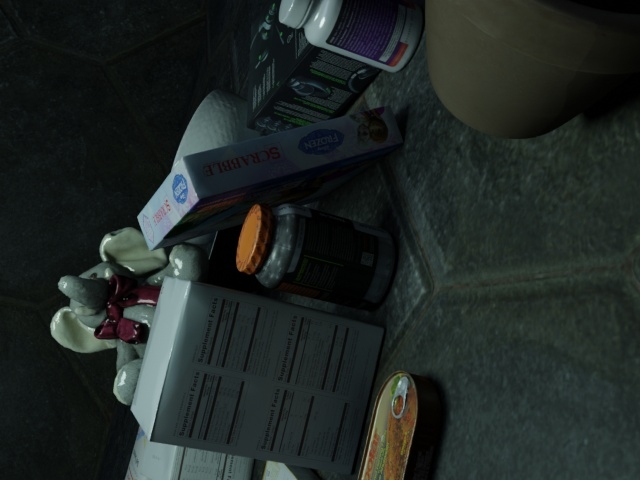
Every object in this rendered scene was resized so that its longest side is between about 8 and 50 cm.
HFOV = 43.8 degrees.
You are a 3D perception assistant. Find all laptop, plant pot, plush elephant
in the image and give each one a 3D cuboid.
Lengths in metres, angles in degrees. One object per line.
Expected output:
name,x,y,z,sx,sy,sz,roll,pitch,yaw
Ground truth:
laptop,-0.169,-0.025,1.614,0.264,0.137,0.234,-138,65,-68
plant pot,0.190,-0.205,0.665,0.229,0.263,0.262,101,174,-63
plush elephant,-0.338,0.114,1.390,0.330,0.256,0.271,84,-152,-82

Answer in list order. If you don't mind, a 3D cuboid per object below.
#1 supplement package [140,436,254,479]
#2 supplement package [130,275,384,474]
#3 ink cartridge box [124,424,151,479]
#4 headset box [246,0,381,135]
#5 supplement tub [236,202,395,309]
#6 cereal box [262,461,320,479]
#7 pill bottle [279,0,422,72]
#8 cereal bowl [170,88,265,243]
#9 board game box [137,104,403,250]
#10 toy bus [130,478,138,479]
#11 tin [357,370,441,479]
supplement package,-0.220,0.349,1.466,0.262,0.145,0.203,157,125,-65
supplement package,-0.090,0.173,1.062,0.199,0.263,0.197,179,106,-70
ink cartridge box,-0.336,0.465,1.736,0.207,0.119,0.353,-175,100,-70
headset box,-0.020,-0.337,1.390,0.283,0.131,0.246,-40,43,50
supplement tub,-0.008,0.019,1.058,0.117,0.191,0.116,-164,90,-70
cereal box,-0.038,0.402,1.075,0.240,0.047,0.172,-164,89,-70
pill bottle,0.042,-0.326,1.169,0.108,0.194,0.108,-165,90,-70
cereal bowl,-0.200,-0.143,1.706,0.339,0.141,0.338,19,-90,-85
board game box,-0.087,-0.087,1.192,0.318,0.319,0.065,-29,80,65
toy bus,-0.297,0.555,1.427,0.149,0.211,0.220,-34,65,5
tin,0.084,0.240,0.879,0.106,0.040,0.189,4,79,66
